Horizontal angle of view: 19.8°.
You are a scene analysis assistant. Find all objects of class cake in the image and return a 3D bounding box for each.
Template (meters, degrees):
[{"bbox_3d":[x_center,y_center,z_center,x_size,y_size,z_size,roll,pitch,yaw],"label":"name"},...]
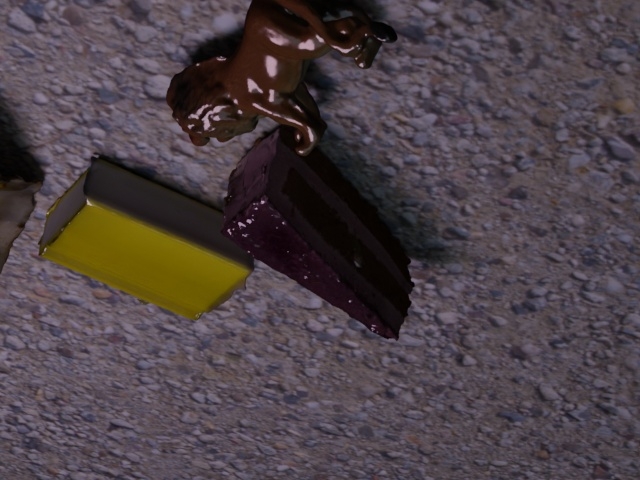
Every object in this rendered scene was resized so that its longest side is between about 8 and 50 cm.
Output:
[{"bbox_3d":[0.000,0.000,2.011,0.113,0.116,0.295,-15,137,39],"label":"cake"}]

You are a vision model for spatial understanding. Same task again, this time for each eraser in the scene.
[{"bbox_3d":[-0.198,0.005,2.108,0.226,0.069,0.158,24,142,-20],"label":"eraser"}]

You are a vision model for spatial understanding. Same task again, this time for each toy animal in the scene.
[{"bbox_3d":[-0.048,-0.169,1.787,0.157,0.097,0.312,24,143,-10],"label":"toy animal"}]

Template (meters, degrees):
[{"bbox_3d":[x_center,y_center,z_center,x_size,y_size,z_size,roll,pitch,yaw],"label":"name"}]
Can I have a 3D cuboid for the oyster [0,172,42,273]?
[{"bbox_3d":[-0.441,-0.039,1.990,0.204,0.111,0.396,-47,153,22],"label":"oyster"}]
